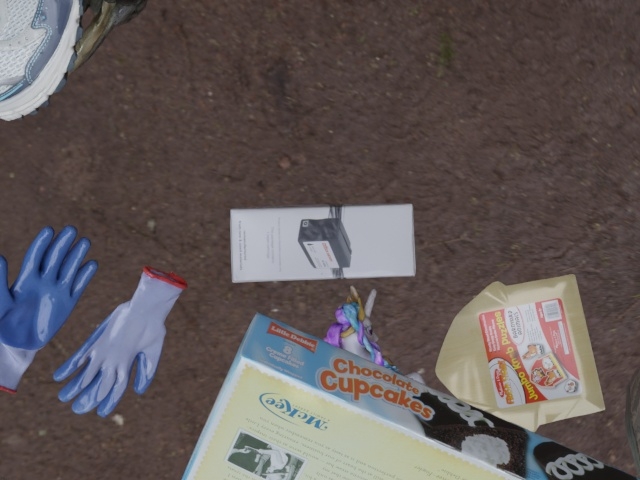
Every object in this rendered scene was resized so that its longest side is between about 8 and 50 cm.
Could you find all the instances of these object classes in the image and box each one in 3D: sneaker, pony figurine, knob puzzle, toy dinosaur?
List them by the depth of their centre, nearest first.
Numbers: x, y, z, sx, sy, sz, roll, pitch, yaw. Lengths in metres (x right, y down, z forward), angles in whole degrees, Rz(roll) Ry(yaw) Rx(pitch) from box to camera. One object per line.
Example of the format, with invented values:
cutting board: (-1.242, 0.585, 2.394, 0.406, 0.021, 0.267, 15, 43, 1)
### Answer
sneaker: (-0.300, -0.145, 0.735, 0.283, 0.122, 0.110, -29, 63, 32)
toy dinosaur: (-0.201, -0.225, 0.865, 0.268, 0.118, 0.064, -40, 92, 15)
knob puzzle: (0.241, 0.146, 1.161, 0.213, 0.030, 0.213, -1, 85, 13)
pony figurine: (0.044, 0.313, 1.788, 0.351, 0.303, 0.363, -37, 109, -17)

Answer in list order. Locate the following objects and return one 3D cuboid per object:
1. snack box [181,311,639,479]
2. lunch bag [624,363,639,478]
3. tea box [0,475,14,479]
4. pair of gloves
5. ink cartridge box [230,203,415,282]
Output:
snack box: (0.061, 0.199, 0.718, 0.322, 0.060, 0.187, 24, 124, -2)
lunch bag: (0.494, 0.206, 1.134, 0.169, 0.287, 0.235, 22, 122, 7)
tea box: (-0.344, 0.472, 1.170, 0.323, 0.329, 0.220, 26, 75, 22)
pair of gloves: (-0.217, 0.074, 0.820, 0.023, 0.198, 0.159, 30, 91, 50)
ink cartridge box: (0.000, 0.000, 1.628, 0.307, 0.223, 0.129, -1, 92, -3)
